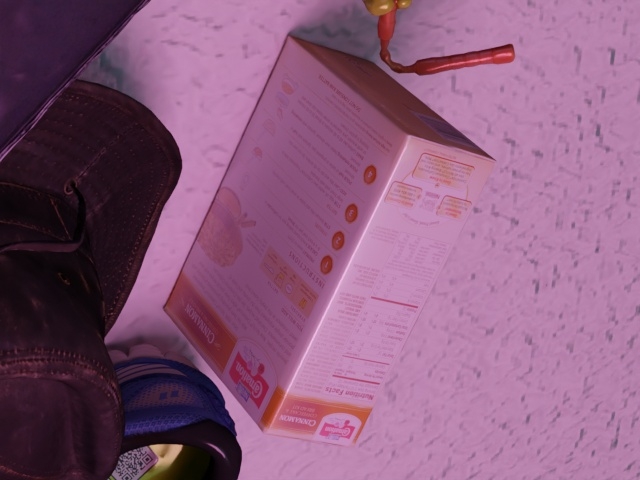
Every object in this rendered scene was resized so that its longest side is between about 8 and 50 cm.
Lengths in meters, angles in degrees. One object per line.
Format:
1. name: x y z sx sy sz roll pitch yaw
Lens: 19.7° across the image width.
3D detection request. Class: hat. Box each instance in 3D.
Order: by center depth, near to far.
1. hat: -0.168 0.067 0.909 0.331 0.134 0.331 -33 156 -16

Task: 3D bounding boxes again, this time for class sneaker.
1. sneaker: -0.171 0.199 1.028 0.330 0.147 0.130 -48 111 -7

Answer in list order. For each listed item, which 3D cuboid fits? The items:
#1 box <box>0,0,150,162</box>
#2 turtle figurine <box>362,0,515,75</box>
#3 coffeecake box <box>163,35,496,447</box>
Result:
1. box: -0.207 -0.159 0.721 0.294 0.296 0.183 -48 131 1
2. turtle figurine: 0.101 -0.235 1.003 0.269 0.087 0.217 -36 123 3
3. coffeecake box: 0.000 0.000 1.043 0.068 0.142 0.185 14 109 -36
